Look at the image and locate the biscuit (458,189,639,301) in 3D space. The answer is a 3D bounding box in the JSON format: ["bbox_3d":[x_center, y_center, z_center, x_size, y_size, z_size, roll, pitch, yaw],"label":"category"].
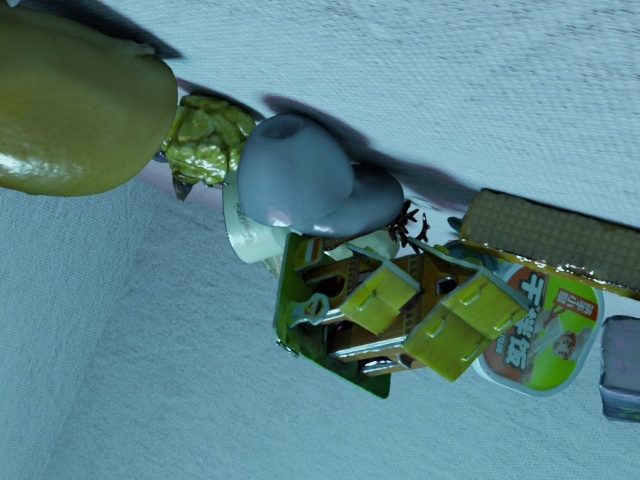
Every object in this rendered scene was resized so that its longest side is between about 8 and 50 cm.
[{"bbox_3d":[0.373,0.013,1.238,0.378,0.094,0.054,18,168,34],"label":"biscuit"}]

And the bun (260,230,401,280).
[{"bbox_3d":[0.000,0.000,2.006,0.362,0.235,0.326,10,164,37],"label":"bun"}]

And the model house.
[{"bbox_3d":[0.149,0.044,1.433,0.323,0.340,0.300,-17,142,36],"label":"model house"}]

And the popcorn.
[{"bbox_3d":[-0.184,-0.168,1.497,0.168,0.174,0.195,0,165,0],"label":"popcorn"}]

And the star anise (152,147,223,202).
[{"bbox_3d":[-0.259,-0.176,1.746,0.198,0.111,0.257,-9,-132,-46],"label":"star anise"}]

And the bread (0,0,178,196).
[{"bbox_3d":[-0.437,-0.201,1.258,0.348,0.253,0.376,15,180,43],"label":"bread"}]

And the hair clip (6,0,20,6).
[{"bbox_3d":[-0.381,-0.330,0.934,0.173,0.069,0.300,21,175,17],"label":"hair clip"}]

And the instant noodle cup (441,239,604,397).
[{"bbox_3d":[0.358,0.131,1.772,0.294,0.294,0.308,24,-177,-24],"label":"instant noodle cup"}]

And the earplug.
[{"bbox_3d":[0.000,-0.094,1.398,0.214,0.175,0.325,15,-178,34],"label":"earplug"}]

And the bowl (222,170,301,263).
[{"bbox_3d":[-0.090,-0.074,1.693,0.126,0.238,0.238,-1,168,18],"label":"bowl"}]

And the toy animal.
[{"bbox_3d":[0.076,-0.023,1.735,0.087,0.243,0.260,58,-178,-35],"label":"toy animal"}]

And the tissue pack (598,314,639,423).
[{"bbox_3d":[0.561,0.207,1.288,0.288,0.124,0.394,0,164,19],"label":"tissue pack"}]
